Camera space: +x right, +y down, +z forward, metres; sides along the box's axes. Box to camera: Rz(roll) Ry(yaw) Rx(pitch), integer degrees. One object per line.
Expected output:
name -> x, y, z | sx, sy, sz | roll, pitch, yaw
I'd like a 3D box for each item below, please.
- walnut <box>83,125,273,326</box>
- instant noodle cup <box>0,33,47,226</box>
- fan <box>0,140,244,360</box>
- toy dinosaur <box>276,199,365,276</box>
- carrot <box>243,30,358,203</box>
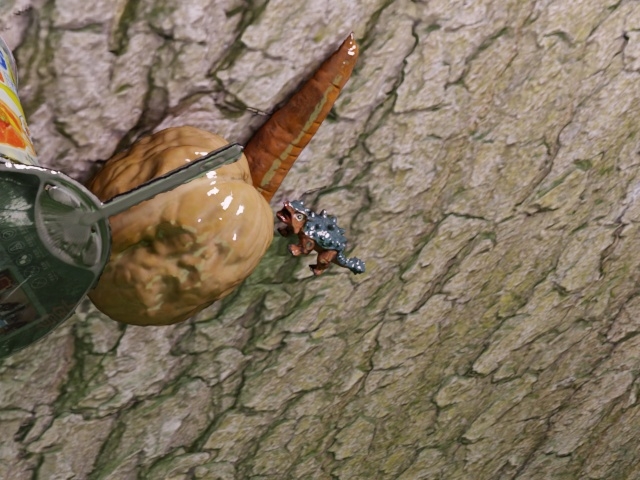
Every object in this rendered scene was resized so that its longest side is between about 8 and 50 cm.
walnut -> -0.136, -0.009, 1.141 | 0.184, 0.155, 0.155 | -34, 145, 9
instant noodle cup -> -0.298, -0.054, 0.969 | 0.205, 0.153, 0.205 | -19, 143, -15
fan -> -0.214, 0.021, 0.982 | 0.294, 0.012, 0.223 | -7, 139, -29
toy dinosaur -> 0.000, 0.000, 1.346 | 0.055, 0.049, 0.154 | -42, 139, 10
carrot -> -0.029, -0.094, 1.210 | 0.057, 0.057, 0.224 | 16, 120, -47
